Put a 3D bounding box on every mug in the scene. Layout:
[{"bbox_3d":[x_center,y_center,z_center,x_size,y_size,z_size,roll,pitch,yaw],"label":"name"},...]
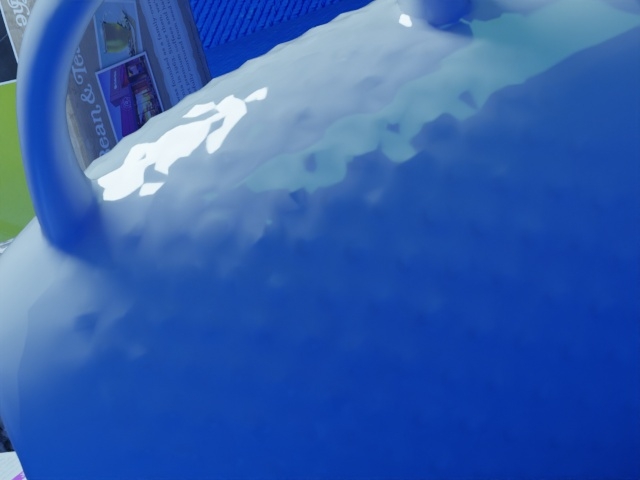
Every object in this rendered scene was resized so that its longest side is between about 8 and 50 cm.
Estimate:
[{"bbox_3d":[0.000,0.000,0.860,0.328,0.374,0.276,-23,29,-5],"label":"mug"}]

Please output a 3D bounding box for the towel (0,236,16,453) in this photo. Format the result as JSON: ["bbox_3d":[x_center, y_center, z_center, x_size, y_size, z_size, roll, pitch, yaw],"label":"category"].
[{"bbox_3d":[-0.155,0.051,1.196,0.235,0.121,0.284,-25,15,-28],"label":"towel"}]

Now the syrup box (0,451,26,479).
[{"bbox_3d":[-0.234,0.181,0.999,0.237,0.093,0.096,-9,15,30],"label":"syrup box"}]

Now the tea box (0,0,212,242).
[{"bbox_3d":[-0.283,-0.104,1.739,0.323,0.329,0.220,-6,16,34],"label":"tea box"}]
